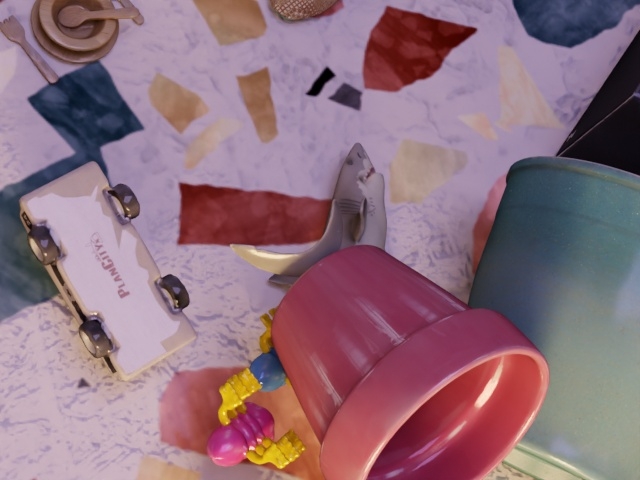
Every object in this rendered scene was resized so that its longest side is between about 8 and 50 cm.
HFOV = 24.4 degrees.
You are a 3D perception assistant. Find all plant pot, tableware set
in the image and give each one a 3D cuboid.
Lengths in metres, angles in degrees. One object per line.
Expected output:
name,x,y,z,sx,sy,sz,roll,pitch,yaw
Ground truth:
plant pot,0.059,0.107,1.238,0.201,0.201,0.180,-24,53,-26
tableware set,-0.268,-0.257,1.426,0.128,0.039,0.194,-40,88,-27
plant pot,0.249,0.097,1.373,0.271,0.271,0.255,28,78,-9

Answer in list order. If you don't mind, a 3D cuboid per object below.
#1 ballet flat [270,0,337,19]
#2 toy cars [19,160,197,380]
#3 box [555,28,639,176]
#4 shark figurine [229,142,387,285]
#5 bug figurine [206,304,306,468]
ballet flat,0.028,-0.305,1.536,0.073,0.067,0.206,45,63,-1
toy cars,-0.290,-0.005,1.306,0.393,0.087,0.176,22,70,-15
box,0.462,-0.127,1.567,0.294,0.183,0.296,37,63,-2
shark figurine,-0.002,0.023,1.373,0.116,0.278,0.166,-8,105,16
bug figurine,-0.004,0.198,1.299,0.279,0.072,0.216,55,27,8
